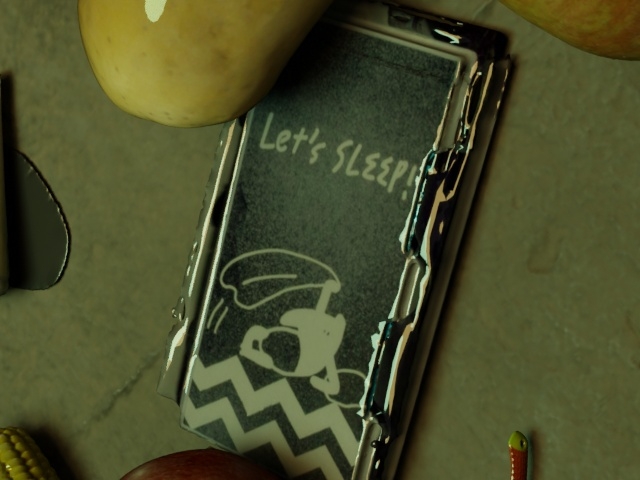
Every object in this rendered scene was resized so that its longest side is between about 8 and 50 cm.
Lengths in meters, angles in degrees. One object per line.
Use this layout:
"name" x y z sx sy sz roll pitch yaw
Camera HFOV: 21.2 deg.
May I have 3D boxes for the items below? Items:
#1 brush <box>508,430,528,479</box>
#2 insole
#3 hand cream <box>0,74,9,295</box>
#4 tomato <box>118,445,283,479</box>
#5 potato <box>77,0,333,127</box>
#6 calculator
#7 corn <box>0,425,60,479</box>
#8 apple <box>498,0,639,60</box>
"brush" 0.097 0.139 0.889 0.021 0.019 0.083 4 96 43
"insole" -0.252 -0.046 1.119 0.253 0.005 0.086 31 107 28
"hand cream" -0.219 -0.031 1.078 0.061 0.039 0.143 -13 76 39
"tomato" -0.061 0.190 0.922 0.167 0.167 0.167 2 93 33
"potato" -0.052 -0.170 0.903 0.146 0.150 0.234 33 104 -7
"calculator" 0.000 0.000 0.943 0.166 0.028 0.274 22 102 34
"corn" -0.165 0.203 1.036 0.072 0.072 0.203 -40 72 28
"apple" 0.148 -0.185 0.734 0.211 0.211 0.188 56 148 18
